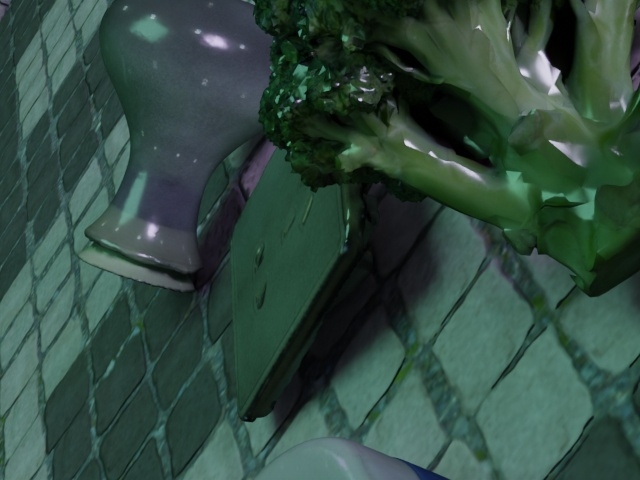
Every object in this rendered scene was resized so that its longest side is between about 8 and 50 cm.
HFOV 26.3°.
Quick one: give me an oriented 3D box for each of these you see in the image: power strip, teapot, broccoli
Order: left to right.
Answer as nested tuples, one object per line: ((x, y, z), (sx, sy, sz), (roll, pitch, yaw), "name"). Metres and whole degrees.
((-0.122, -0.088, 1.172), (0.183, 0.183, 0.251), (25, 97, 65), "teapot")
((0.000, 0.000, 0.961), (0.198, 0.064, 0.213), (-92, 25, -44), "power strip")
((0.097, -0.101, 0.714), (0.270, 0.270, 0.270), (-46, 62, 30), "broccoli")

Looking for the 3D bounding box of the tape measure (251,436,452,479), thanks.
((-0.017, 0.189, 0.763), (0.215, 0.097, 0.351), (-58, 28, 12), "tape measure")
